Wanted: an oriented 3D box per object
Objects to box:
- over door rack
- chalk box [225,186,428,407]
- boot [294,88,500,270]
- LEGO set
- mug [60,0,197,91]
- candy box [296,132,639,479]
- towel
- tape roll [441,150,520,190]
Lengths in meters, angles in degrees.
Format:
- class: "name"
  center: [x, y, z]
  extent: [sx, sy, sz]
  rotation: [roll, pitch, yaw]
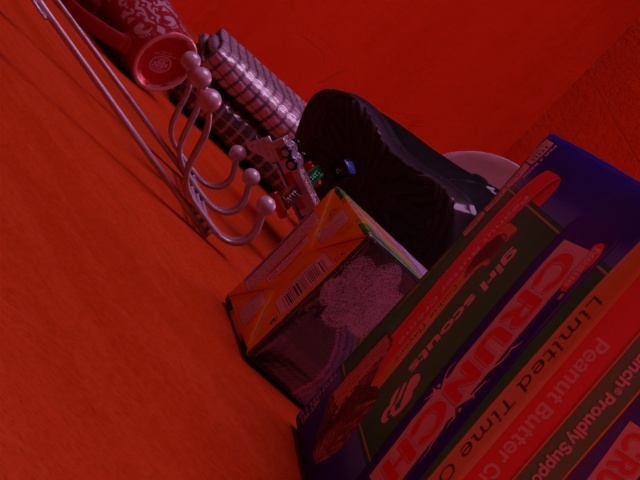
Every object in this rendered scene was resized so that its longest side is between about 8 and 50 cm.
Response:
- class: "over door rack"
  center: [-0.175, -0.152, 1.421]
  extent: [0.324, 0.108, 0.239]
  rotation: [43, 5, -17]
- class: "chalk box"
  center: [0.051, 0.087, 1.160]
  extent: [0.213, 0.132, 0.132]
  rotation: [44, 5, -21]
- class: "boot"
  center: [0.221, -0.023, 1.826]
  extent: [0.445, 0.146, 0.367]
  rotation: [11, 25, -36]
- class: "LEGO set"
  center: [0.000, 0.000, 1.572]
  extent: [0.182, 0.060, 0.244]
  rotation: [39, 39, -47]
- class: "mug"
  center: [-0.251, -0.272, 1.958]
  extent: [0.169, 0.150, 0.113]
  rotation: [54, -27, 37]
- class: "candy box"
  center: [0.117, 0.090, 0.871]
  extent: [0.122, 0.268, 0.317]
  rotation: [40, 6, -11]
- class: "towel"
  center: [-0.109, -0.192, 2.223]
  extent: [0.235, 0.121, 0.284]
  rotation: [42, 7, -14]
- class: "tape roll"
  center: [0.224, 0.011, 2.254]
  extent: [0.286, 0.286, 0.100]
  rotation: [46, 5, 11]
